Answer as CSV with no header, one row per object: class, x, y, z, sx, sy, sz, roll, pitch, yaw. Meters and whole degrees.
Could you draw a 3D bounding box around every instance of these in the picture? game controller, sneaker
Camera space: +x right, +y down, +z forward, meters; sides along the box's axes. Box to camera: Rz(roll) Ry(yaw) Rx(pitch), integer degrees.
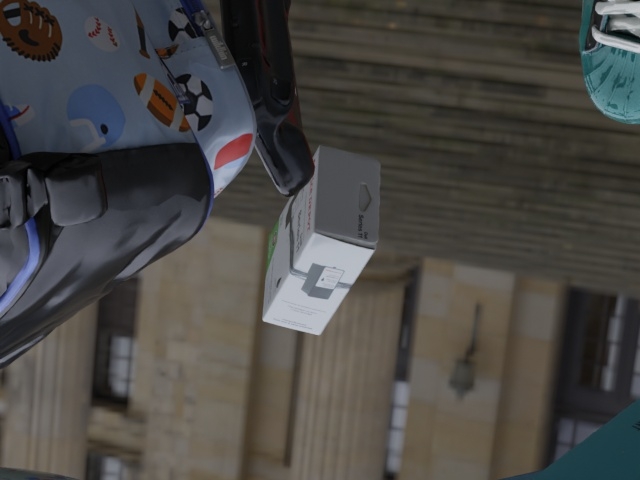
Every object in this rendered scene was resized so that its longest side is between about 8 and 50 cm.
game controller,-0.059,-0.192,1.369,0.067,0.166,0.319,-10,-132,3
sneaker,0.233,-0.219,1.001,0.108,0.302,0.121,19,-154,24

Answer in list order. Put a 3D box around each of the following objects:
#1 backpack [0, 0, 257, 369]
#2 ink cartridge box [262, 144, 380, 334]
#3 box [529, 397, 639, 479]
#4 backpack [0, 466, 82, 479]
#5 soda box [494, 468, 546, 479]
backpack,-0.177,-0.079,0.663,0.276,0.263,0.213,-33,174,40
ink cartridge box,0.000,0.000,1.833,0.087,0.208,0.153,15,-130,-14
box,0.206,0.122,0.743,0.244,0.100,0.060,-30,-150,-27
backpack,-0.213,0.268,1.048,0.225,0.191,0.253,3,171,45
soda box,0.157,0.251,1.218,0.210,0.071,0.067,2,-143,-49
